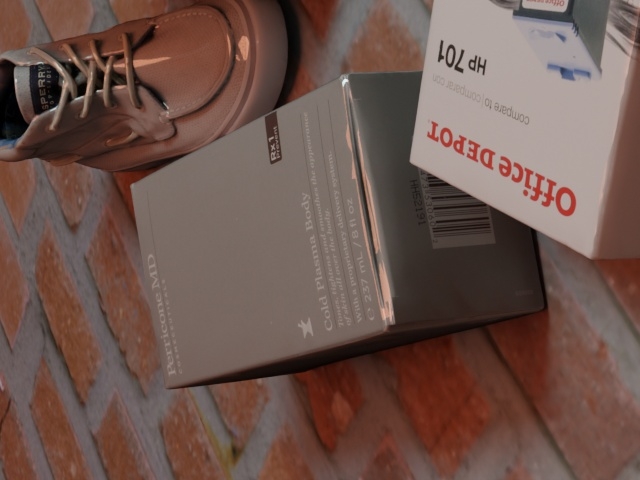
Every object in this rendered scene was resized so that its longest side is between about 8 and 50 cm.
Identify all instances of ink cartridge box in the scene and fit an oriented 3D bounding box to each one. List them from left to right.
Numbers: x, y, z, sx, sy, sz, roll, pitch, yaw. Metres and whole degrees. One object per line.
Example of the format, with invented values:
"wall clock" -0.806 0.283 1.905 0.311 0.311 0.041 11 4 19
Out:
"ink cartridge box" 0.117 -0.102 0.719 0.139 0.082 0.191 32 118 54

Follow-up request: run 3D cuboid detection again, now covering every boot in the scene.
"boot" -0.128 -0.091 1.083 0.258 0.123 0.095 -24 72 57

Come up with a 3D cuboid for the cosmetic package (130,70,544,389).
"cosmetic package" 0.000 0.000 0.902 0.238 0.107 0.127 -22 76 54
